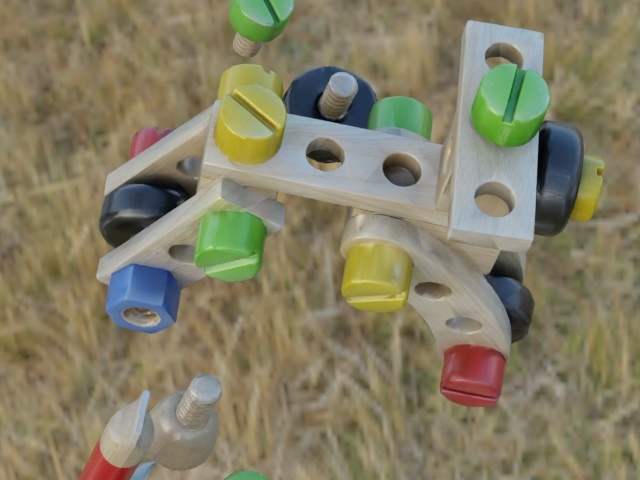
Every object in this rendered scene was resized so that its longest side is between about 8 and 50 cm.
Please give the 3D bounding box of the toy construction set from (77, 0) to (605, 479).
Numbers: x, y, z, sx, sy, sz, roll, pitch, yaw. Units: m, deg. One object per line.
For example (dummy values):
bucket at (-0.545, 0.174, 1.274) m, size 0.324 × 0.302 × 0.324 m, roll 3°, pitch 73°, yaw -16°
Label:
toy construction set at (0.000, 0.000, 0.992) m, size 0.257 × 0.237 × 0.309 m, roll 36°, pitch 62°, yaw 2°

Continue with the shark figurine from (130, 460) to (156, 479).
shark figurine at (-0.080, 0.177, 1.022) m, size 0.278 × 0.166 × 0.116 m, roll 7°, pitch 58°, yaw 18°
